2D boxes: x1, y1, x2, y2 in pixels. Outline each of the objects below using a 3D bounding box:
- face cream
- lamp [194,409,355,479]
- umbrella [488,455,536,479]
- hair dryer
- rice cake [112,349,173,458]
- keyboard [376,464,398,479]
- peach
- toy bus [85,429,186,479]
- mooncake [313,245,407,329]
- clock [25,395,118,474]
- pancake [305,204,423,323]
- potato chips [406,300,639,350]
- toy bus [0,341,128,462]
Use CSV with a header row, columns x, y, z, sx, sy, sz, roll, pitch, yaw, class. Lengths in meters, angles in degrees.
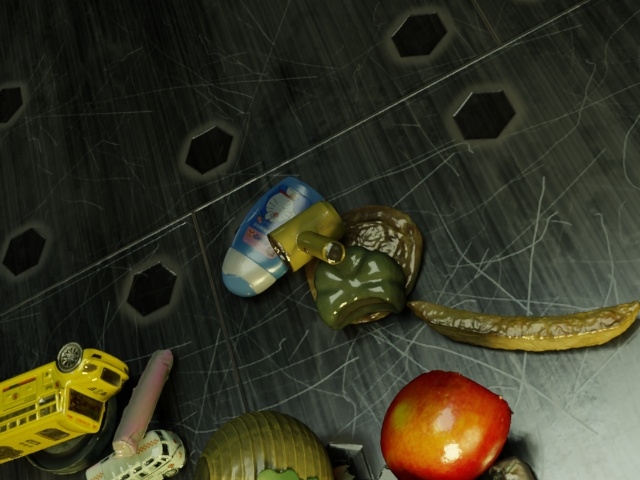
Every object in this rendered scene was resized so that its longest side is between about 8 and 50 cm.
x,y,z,sx,sy,sz,roll,pitch,yaw,class
-0.103,-0.002,1.873,0.149,0.083,0.264,31,81,29,face cream
-0.073,0.413,1.568,0.250,0.284,0.250,-176,90,-65,lamp
0.343,0.493,1.402,0.067,0.073,0.337,-38,52,29,umbrella
0.000,0.000,1.695,0.135,0.090,0.278,-33,13,-9,hair dryer
-0.343,0.313,1.784,0.055,0.049,0.270,4,36,11,rice cake
0.088,0.506,1.552,0.087,0.017,0.251,18,74,31,keyboard
0.206,0.298,1.490,0.226,0.196,0.190,-52,60,24,peach
-0.355,0.433,1.760,0.193,0.089,0.087,-32,55,6,toy bus
0.070,0.092,1.699,0.175,0.104,0.168,-48,66,5,mooncake
-0.520,0.369,1.900,0.225,0.049,0.226,-11,61,21,clock
0.080,0.043,1.792,0.250,0.031,0.250,-11,64,23,pancake
0.342,0.147,1.594,0.406,0.057,0.080,-1,64,25,potato chips
-0.542,0.325,1.817,0.330,0.144,0.152,-22,57,16,toy bus
